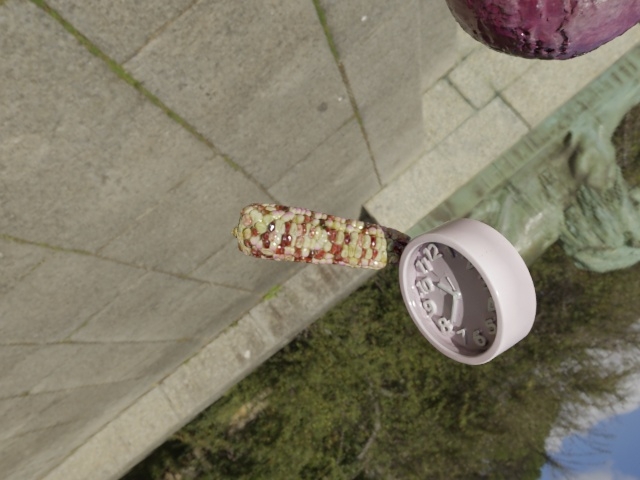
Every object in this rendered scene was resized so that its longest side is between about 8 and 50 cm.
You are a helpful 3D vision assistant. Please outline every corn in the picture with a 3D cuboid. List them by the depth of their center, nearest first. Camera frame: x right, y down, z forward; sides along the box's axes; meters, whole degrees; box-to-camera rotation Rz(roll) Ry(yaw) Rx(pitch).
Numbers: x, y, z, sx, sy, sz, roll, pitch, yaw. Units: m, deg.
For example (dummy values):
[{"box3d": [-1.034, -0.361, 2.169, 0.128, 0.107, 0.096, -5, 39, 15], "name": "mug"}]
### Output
[{"box3d": [0.000, 0.000, 0.991, 0.281, 0.092, 0.092, 10, 156, -5], "name": "corn"}]

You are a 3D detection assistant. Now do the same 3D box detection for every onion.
[{"box3d": [0.278, -0.275, 0.709, 0.267, 0.159, 0.349, -18, 164, 12], "name": "onion"}]

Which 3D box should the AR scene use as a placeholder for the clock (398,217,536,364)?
[{"box3d": [0.200, 0.071, 0.880, 0.068, 0.197, 0.197, -23, 161, -30], "name": "clock"}]
